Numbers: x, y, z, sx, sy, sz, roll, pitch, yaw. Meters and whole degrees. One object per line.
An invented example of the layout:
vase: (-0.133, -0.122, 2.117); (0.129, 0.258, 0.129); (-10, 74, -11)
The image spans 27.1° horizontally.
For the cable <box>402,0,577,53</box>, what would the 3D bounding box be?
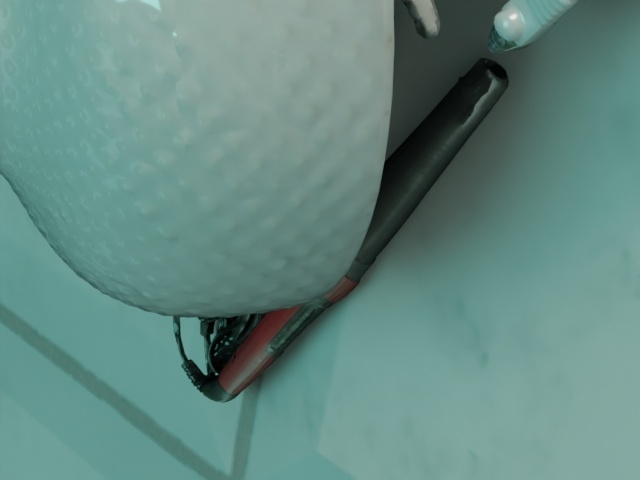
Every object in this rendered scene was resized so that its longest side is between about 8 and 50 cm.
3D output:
cable: (0.098, -0.218, 0.462); (0.257, 0.089, 0.257); (-21, 94, 47)

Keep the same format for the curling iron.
curling iron: (0.000, 0.000, 0.670); (0.274, 0.035, 0.068); (-44, 66, 41)

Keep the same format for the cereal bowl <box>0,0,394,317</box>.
cereal bowl: (-0.096, -0.122, 0.586); (0.339, 0.141, 0.339); (169, 90, -71)
